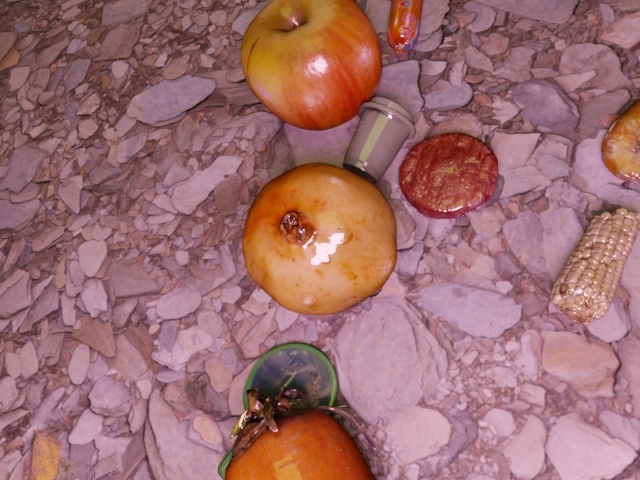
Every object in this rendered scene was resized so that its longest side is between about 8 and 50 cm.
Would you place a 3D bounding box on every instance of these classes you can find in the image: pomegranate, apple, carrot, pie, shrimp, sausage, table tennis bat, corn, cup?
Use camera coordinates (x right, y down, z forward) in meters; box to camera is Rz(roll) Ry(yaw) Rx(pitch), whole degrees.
[{"bbox_3d":[0.000,0.000,0.910,0.264,0.264,0.265,-7,62,14],"label":"pomegranate"},{"bbox_3d":[-0.016,-0.355,1.105,0.285,0.233,0.286,-10,60,17],"label":"apple"},{"bbox_3d":[-0.022,0.341,0.763,0.214,0.193,0.331,-42,64,11],"label":"carrot"},{"bbox_3d":[0.235,-0.122,1.017,0.182,0.050,0.183,-8,61,15],"label":"pie"},{"bbox_3d":[0.568,-0.177,0.950,0.132,0.052,0.188,32,84,15],"label":"shrimp"},{"bbox_3d":[0.187,-0.499,1.208,0.071,0.071,0.235,2,65,18],"label":"sausage"},{"bbox_3d":[-0.078,0.286,0.916,0.160,0.039,0.257,31,75,27],"label":"table tennis bat"},{"bbox_3d":[0.430,0.031,0.862,0.087,0.087,0.211,22,70,25],"label":"corn"},{"bbox_3d":[0.105,-0.188,1.055,0.120,0.120,0.141,26,81,26],"label":"cup"}]
